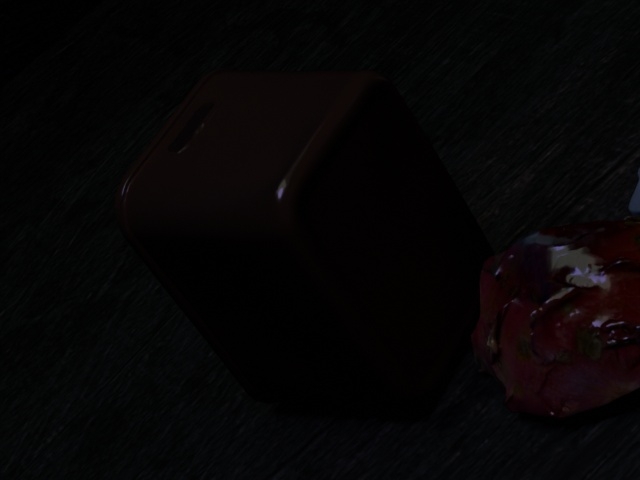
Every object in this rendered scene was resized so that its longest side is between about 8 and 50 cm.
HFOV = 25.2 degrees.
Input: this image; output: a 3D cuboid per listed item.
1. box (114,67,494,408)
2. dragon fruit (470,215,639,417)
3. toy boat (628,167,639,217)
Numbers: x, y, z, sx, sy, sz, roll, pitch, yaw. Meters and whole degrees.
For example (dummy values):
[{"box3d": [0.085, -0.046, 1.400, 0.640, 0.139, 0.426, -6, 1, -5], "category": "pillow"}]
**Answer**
[{"box3d": [0.000, 0.000, 1.503, 0.229, 0.339, 0.239, 2, 47, 42], "category": "box"}, {"box3d": [0.246, 0.074, 1.354, 0.274, 0.126, 0.161, -18, 35, 29], "category": "dragon fruit"}, {"box3d": [0.442, -0.053, 1.358, 0.290, 0.100, 0.199, 1, 46, 44], "category": "toy boat"}]
